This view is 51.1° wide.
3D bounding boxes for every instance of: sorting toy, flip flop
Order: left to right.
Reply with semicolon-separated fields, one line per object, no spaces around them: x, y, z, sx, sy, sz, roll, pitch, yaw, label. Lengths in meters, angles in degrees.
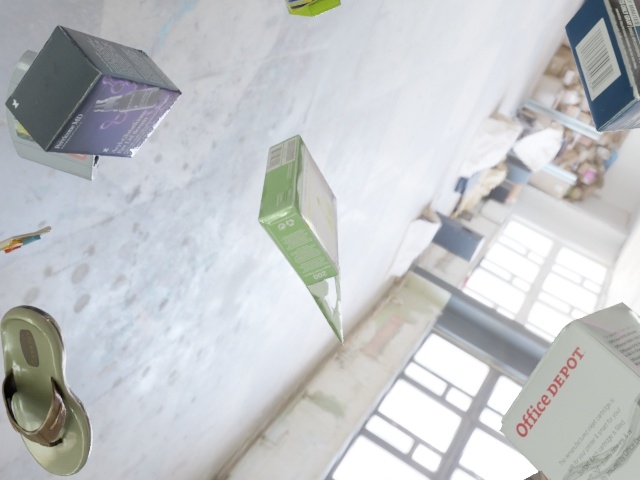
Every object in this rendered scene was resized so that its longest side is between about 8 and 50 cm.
-0.320;0.009;0.676;0.083;0.012;0.062;-20;-174;21;sorting toy
-0.397;0.223;0.939;0.080;0.112;0.277;-75;166;-64;flip flop

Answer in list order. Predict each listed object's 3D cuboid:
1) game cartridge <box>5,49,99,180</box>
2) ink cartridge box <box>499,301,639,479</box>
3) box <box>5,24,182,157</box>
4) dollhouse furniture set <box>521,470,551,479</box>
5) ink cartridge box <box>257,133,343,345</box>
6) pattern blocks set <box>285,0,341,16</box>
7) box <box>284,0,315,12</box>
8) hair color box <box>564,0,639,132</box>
-0.570;-0.260;1.440;0.294;0.196;0.060;118;-8;-49;game cartridge
0.411;0.263;0.838;0.129;0.307;0.223;-11;134;-37;ink cartridge box
-0.343;-0.220;1.033;0.153;0.108;0.207;-47;168;19;box
-0.001;0.105;0.197;0.303;0.173;0.355;-41;178;22;dollhouse furniture set
0.000;0.000;0.891;0.235;0.056;0.171;57;20;-33;ink cartridge box
0.057;-0.403;0.981;0.285;0.325;0.026;-41;136;-23;pattern blocks set
0.021;-0.366;0.862;0.169;0.054;0.059;-26;139;2;box
0.535;-0.261;0.917;0.105;0.347;0.173;118;-37;-72;hair color box
